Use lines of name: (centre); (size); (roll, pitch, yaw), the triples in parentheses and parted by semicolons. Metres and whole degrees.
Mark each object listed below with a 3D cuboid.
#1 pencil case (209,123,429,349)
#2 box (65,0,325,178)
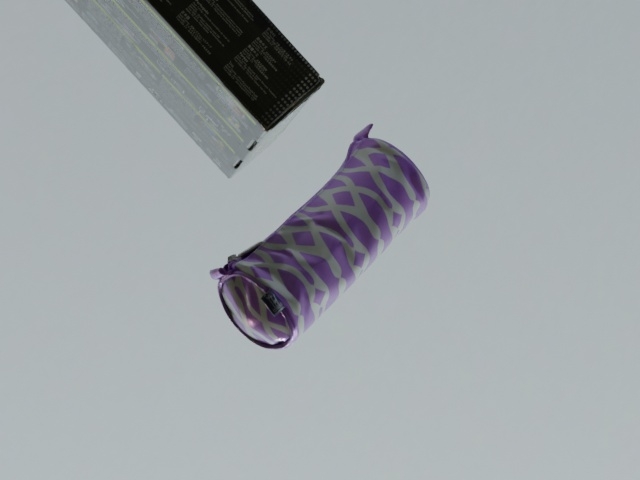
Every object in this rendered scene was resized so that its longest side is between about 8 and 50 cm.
pencil case: (0.000, 0.000, 1.606); (0.088, 0.206, 0.086); (48, -34, -2)
box: (-0.124, -0.178, 1.488); (0.270, 0.060, 0.216); (47, -13, -1)
